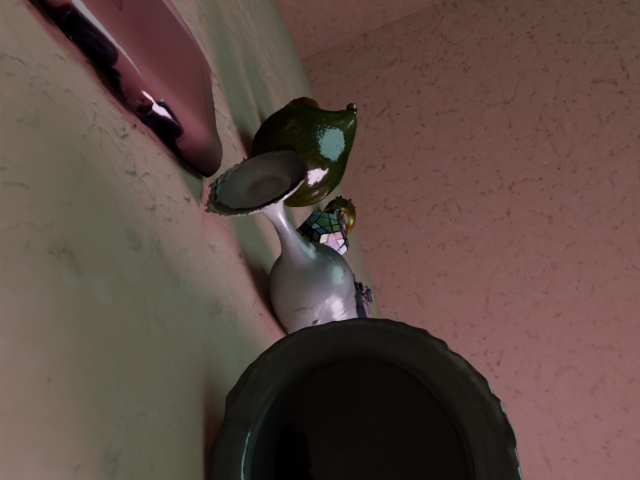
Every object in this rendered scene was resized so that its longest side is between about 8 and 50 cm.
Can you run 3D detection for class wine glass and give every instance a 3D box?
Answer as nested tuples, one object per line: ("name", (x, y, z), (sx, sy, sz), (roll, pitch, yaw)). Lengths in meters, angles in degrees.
("wine glass", (-0.033, 0.032, 0.645), (0.144, 0.143, 0.321), (-99, 168, -50))

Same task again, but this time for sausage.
("sausage", (0.059, -0.070, 1.482), (0.317, 0.117, 0.125), (-68, 178, -78))

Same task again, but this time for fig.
("fig", (-0.015, -0.185, 0.889), (0.196, 0.244, 0.195), (57, 0, 1))

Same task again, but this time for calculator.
("calculator", (-0.191, -0.220, 0.470), (0.330, 0.048, 0.220), (52, 22, -59))

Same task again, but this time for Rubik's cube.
("Rubik's cube", (0.000, 0.000, 0.992), (0.112, 0.133, 0.133), (34, -29, 61))

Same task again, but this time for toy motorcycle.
("toy motorcycle", (0.097, 0.213, 1.207), (0.173, 0.108, 0.308), (75, 2, -49))

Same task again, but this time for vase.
("vase", (0.058, 0.240, 0.458), (0.291, 0.244, 0.245), (66, 8, -55))

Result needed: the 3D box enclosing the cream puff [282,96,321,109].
("cream puff", (-0.033, -0.229, 1.132), (0.240, 0.163, 0.240), (156, -90, -84))
